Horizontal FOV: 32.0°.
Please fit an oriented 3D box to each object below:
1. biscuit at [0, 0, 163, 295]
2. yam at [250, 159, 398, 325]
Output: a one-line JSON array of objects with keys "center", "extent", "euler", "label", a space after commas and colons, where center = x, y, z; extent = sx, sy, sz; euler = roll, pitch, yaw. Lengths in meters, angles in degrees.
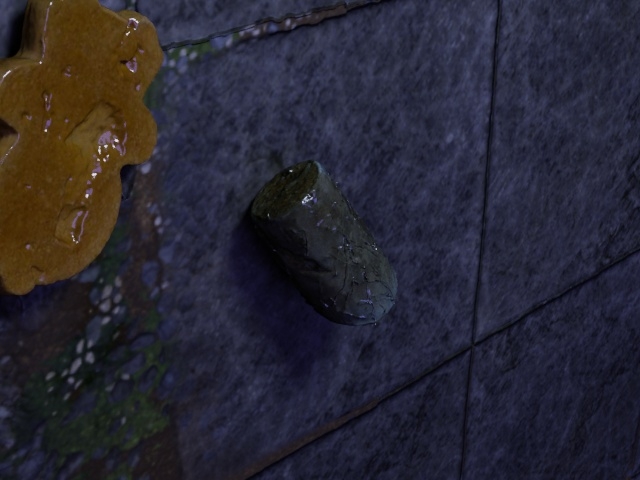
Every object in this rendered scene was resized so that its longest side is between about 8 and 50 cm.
[{"center": [-0.206, -0.075, 0.883], "extent": [0.184, 0.035, 0.249], "euler": [13, 93, -56], "label": "biscuit"}, {"center": [0.000, 0.000, 1.107], "extent": [0.107, 0.107, 0.183], "euler": [-49, 135, -17], "label": "yam"}]
